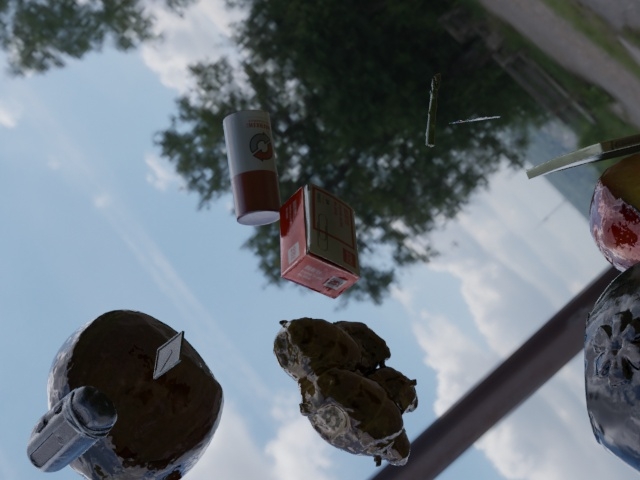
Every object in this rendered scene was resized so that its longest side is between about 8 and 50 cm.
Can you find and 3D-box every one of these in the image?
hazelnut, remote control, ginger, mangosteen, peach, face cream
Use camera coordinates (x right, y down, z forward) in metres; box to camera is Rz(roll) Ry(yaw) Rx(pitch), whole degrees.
[{"bbox_3d":[-0.427,0.371,2.254,0.420,0.352,0.421,8,-99,-55],"label":"hazelnut"},{"bbox_3d":[-0.391,0.297,1.558,0.090,0.266,0.066,40,-131,-8],"label":"remote control"},{"bbox_3d":[0.065,0.303,2.073,0.274,0.152,0.358,3,-132,-50],"label":"ginger"},{"bbox_3d":[0.434,0.152,1.162,0.287,0.233,0.288,39,-137,-49],"label":"mangosteen"},{"bbox_3d":[0.691,-0.044,1.970,0.281,0.281,0.338,41,163,-16],"label":"peach"},{"bbox_3d":[-0.135,-0.144,2.010,0.096,0.095,0.214,23,-125,-61],"label":"face cream"}]

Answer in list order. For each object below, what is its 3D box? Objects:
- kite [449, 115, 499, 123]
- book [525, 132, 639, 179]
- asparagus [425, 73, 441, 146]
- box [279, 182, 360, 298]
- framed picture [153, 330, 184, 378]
[{"bbox_3d":[0.274,-0.209,1.723,0.090,0.004,0.122,-9,-175,-28],"label":"kite"},{"bbox_3d":[0.528,-0.162,1.688,0.217,0.310,0.021,-20,84,68],"label":"book"},{"bbox_3d":[0.158,-0.185,1.412,0.014,0.114,0.015,3,164,18],"label":"asparagus"},{"bbox_3d":[0.000,0.000,1.901,0.133,0.099,0.182,27,-139,-28],"label":"box"},{"bbox_3d":[-0.281,0.212,1.866,0.006,0.089,0.066,27,-136,-29],"label":"framed picture"}]
